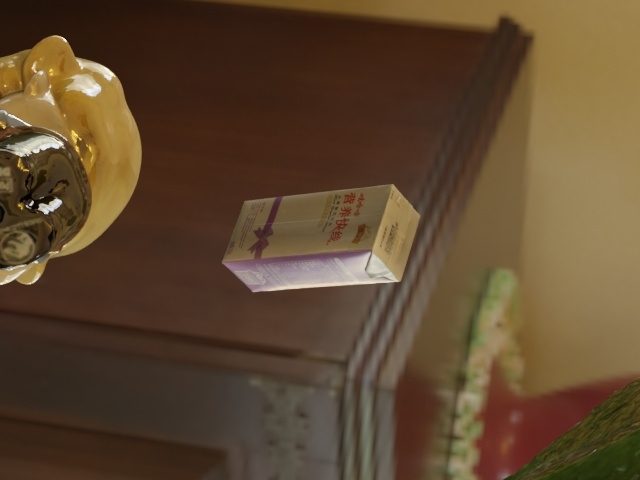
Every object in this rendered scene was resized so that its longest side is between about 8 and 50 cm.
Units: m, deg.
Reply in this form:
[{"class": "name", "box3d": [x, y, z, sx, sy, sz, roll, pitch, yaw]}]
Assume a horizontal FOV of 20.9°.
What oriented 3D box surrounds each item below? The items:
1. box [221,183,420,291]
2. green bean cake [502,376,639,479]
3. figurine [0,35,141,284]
[{"class": "box", "box3d": [0.000, 0.000, 1.043, 0.036, 0.117, 0.050, 46, 54, -40]}, {"class": "green bean cake", "box3d": [0.152, 0.132, 0.744, 0.222, 0.248, 0.125, -27, 85, -35]}, {"class": "figurine", "box3d": [-0.153, -0.032, 0.899, 0.196, 0.108, 0.114, -86, 151, -72]}]
